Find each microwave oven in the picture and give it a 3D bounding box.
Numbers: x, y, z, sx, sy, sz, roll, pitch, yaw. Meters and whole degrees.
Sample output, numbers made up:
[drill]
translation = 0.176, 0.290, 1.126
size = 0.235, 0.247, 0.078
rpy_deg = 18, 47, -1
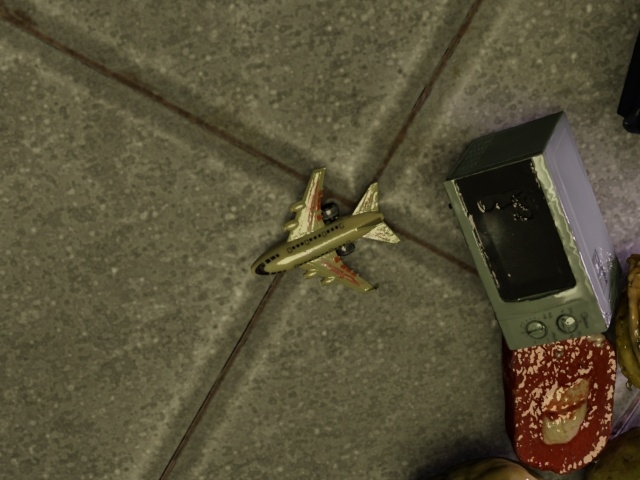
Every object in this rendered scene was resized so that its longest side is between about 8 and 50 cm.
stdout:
[microwave oven]
translation = 0.330, -0.013, 1.627
size = 0.181, 0.237, 0.295
rpy_deg = -16, 107, 27

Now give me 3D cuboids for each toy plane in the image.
[toy plane]
translation = 0.000, 0.000, 1.697
size = 0.244, 0.092, 0.229
rpy_deg = -21, 107, 5

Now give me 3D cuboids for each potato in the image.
[potato]
translation = 0.598, 0.447, 1.797
size = 0.307, 0.173, 0.210
rpy_deg = 39, 85, -12

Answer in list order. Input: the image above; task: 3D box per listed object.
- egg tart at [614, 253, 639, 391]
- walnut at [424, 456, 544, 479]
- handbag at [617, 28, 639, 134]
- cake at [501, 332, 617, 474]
[egg tart]
translation = 0.541, 0.158, 1.696
size = 0.107, 0.291, 0.291
rpy_deg = -12, 109, 37
[walnut]
translation = 0.278, 0.496, 1.752
size = 0.277, 0.253, 0.282
rpy_deg = -34, 116, 17
[handbag]
translation = 0.553, -0.287, 1.525
size = 0.122, 0.303, 0.329
rpy_deg = 13, 105, -2
[cake]
translation = 0.399, 0.244, 1.748
size = 0.177, 0.151, 0.283
rpy_deg = -4, 101, 3
